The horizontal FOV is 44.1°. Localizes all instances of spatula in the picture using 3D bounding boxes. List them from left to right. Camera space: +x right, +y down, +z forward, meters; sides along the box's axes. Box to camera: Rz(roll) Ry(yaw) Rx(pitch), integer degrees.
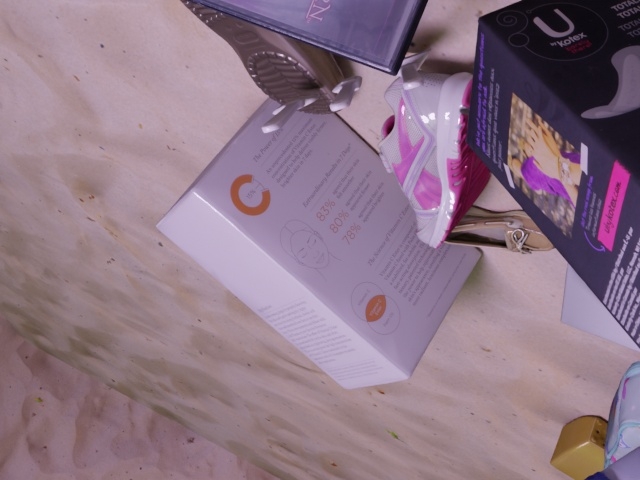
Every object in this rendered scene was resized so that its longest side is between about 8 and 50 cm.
[{"bbox_3d":[0.027,-0.144,0.740,0.168,0.242,0.019,-15,104,8],"label":"spatula"}]

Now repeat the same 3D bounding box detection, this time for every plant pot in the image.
[{"bbox_3d":[0.415,0.316,1.205,0.081,0.081,0.083,31,139,8],"label":"plant pot"}]

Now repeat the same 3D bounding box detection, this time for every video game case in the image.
[{"bbox_3d":[-0.020,-0.279,0.684,0.274,0.196,0.026,25,-173,20],"label":"video game case"}]

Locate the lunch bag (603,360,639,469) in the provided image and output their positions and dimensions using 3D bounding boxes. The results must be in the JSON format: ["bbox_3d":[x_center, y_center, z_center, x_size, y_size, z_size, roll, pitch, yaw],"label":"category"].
[{"bbox_3d":[0.472,0.248,0.969,0.223,0.108,0.279,10,155,20],"label":"lunch bag"}]

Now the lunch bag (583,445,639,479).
[{"bbox_3d":[0.405,0.250,0.443,0.386,0.327,0.239,60,-176,0],"label":"lunch bag"}]

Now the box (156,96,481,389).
[{"bbox_3d":[0.000,0.000,1.030,0.345,0.215,0.168,42,151,-11],"label":"box"}]

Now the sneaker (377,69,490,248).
[{"bbox_3d":[0.124,-0.096,0.888,0.111,0.103,0.252,27,144,24],"label":"sneaker"}]

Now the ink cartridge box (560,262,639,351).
[{"bbox_3d":[0.386,0.036,0.835,0.238,0.060,0.275,21,148,27],"label":"ink cartridge box"}]

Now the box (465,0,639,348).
[{"bbox_3d":[0.251,-0.066,0.595,0.143,0.165,0.270,82,161,-54],"label":"box"}]

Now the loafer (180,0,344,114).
[{"bbox_3d":[-0.048,-0.236,0.866,0.101,0.092,0.268,7,156,38],"label":"loafer"}]

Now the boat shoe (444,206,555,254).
[{"bbox_3d":[0.217,-0.007,0.961,0.153,0.048,0.056,14,145,34],"label":"boat shoe"}]
